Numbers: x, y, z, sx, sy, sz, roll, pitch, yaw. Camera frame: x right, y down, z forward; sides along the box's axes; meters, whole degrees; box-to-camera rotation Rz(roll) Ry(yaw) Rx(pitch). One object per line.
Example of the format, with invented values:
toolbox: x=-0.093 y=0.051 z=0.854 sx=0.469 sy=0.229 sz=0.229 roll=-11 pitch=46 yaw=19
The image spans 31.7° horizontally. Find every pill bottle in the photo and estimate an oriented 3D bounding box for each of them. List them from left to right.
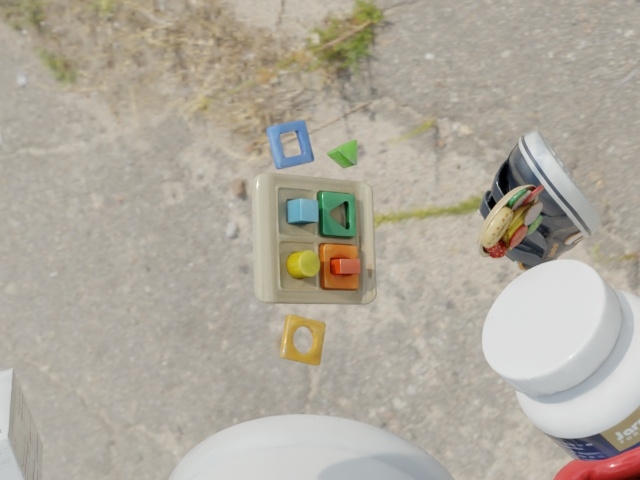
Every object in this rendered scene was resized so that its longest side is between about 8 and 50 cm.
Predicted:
pill bottle: x=0.275 y=0.139 z=1.047 sx=0.153 sy=0.153 sz=0.265 roll=-25 pitch=129 yaw=35

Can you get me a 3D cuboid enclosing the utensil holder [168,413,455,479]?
utensil holder: x=-0.020 y=0.412 z=1.040 sx=0.328 sy=0.385 sz=0.327 roll=3 pitch=127 yaw=3

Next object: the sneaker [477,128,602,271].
sneaker: x=0.260 y=-0.033 z=1.360 sx=0.127 sy=0.321 sz=0.126 roll=-33 pitch=71 yaw=10

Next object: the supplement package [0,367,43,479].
supplement package: x=-0.541 y=0.320 z=1.589 sx=0.262 sy=0.204 sz=0.145 roll=-15 pitch=114 yaw=-7

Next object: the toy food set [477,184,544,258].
toy food set: x=0.175 y=-0.017 z=1.029 sx=0.082 sy=0.083 sz=0.020 roll=-44 pitch=63 yaw=-13

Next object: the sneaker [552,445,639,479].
sneaker: x=0.249 y=0.143 z=0.629 sx=0.279 sy=0.107 sz=0.118 roll=-27 pitch=124 yaw=38

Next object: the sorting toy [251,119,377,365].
sorting toy: x=0.000 y=0.000 z=1.575 sx=0.047 sy=0.196 sz=0.347 roll=-11 pitch=79 yaw=56
